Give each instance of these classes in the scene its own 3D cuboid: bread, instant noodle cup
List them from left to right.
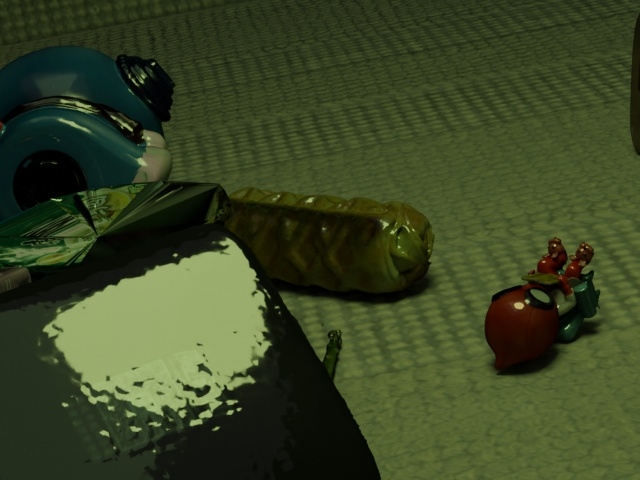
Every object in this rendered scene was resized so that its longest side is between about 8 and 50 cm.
[{"bbox_3d":[-0.178,0.064,1.645,0.240,0.178,0.240,-9,19,3],"label":"instant noodle cup"},{"bbox_3d":[0.001,-0.001,1.885,0.269,0.087,0.098,7,24,40],"label":"bread"}]

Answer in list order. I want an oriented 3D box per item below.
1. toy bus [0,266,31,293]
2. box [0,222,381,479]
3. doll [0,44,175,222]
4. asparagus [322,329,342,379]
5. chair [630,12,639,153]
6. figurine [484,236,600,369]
[{"bbox_3d":[-0.272,0.123,1.500,0.096,0.199,0.108,-7,8,11],"label":"toy bus"},{"bbox_3d":[-0.131,0.140,1.369,0.289,0.073,0.290,-20,59,-23],"label":"box"},{"bbox_3d":[-0.283,-0.091,2.053,0.284,0.240,0.310,-38,11,8],"label":"doll"},{"bbox_3d":[0.008,0.110,1.671,0.015,0.018,0.127,26,21,-4],"label":"asparagus"},{"bbox_3d":[0.408,-0.143,1.966,0.183,0.175,0.326,-15,21,-41],"label":"chair"},{"bbox_3d":[0.192,0.062,1.639,0.068,0.075,0.140,10,37,41],"label":"figurine"}]
